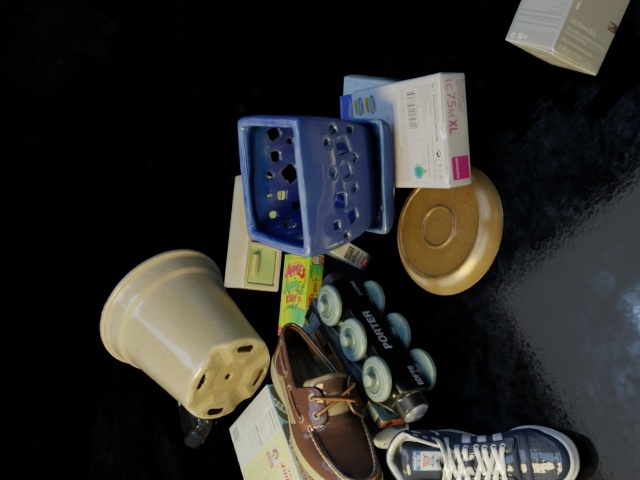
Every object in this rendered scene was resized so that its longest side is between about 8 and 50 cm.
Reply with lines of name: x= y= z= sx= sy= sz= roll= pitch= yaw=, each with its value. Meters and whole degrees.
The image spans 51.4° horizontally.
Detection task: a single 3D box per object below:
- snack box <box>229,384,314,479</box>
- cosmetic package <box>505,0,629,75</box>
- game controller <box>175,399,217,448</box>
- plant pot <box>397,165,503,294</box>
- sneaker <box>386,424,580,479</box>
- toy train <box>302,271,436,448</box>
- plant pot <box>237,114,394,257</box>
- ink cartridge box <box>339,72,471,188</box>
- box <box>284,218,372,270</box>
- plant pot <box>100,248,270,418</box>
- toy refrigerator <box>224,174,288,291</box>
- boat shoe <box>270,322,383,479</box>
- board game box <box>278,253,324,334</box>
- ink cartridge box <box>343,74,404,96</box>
snack box: x=-0.089 y=0.494 z=1.420 sx=0.187 sy=0.060 sz=0.322 roll=-52 pitch=46 yaw=32
cosmetic package: x=0.384 y=-0.379 z=0.970 sx=0.107 sy=0.127 sz=0.238 roll=40 pitch=115 yaw=49
game controller: x=-0.350 y=0.391 z=1.788 sx=0.166 sy=0.067 sz=0.319 roll=-63 pitch=38 yaw=43
plant pot: x=0.216 y=-0.023 z=1.177 sx=0.236 sy=0.032 sz=0.236 roll=-17 pitch=68 yaw=49
sneaker: x=0.224 y=0.327 z=0.986 sx=0.282 sy=0.153 sz=0.099 roll=-17 pitch=69 yaw=49
toy train: x=0.079 y=0.214 z=1.223 sx=0.334 sy=0.142 sz=0.190 roll=56 pitch=138 yaw=38
plant pot: x=0.000 y=-0.114 z=1.200 sx=0.236 sy=0.212 sz=0.236 roll=16 pitch=113 yaw=58
ink cartridge box: x=0.142 y=-0.189 z=1.203 sx=0.311 sy=0.065 sz=0.185 roll=7 pitch=105 yaw=57
box: x=0.000 y=0.000 z=1.375 sx=0.207 sy=0.114 sz=0.036 roll=23 pitch=84 yaw=52
plant pot: x=-0.293 y=0.237 z=1.563 sx=0.305 sy=0.334 sz=0.333 roll=37 pitch=111 yaw=38
toy refrigerator: x=-0.149 y=-0.017 z=1.581 sx=0.094 sy=0.102 sz=0.269 roll=-3 pitch=79 yaw=51
boat shoe: x=0.004 y=0.273 z=1.126 sx=0.342 sy=0.123 sz=0.123 roll=-122 pitch=29 yaw=-47
board game box: x=-0.043 y=0.121 z=1.461 sx=0.092 sy=0.043 sz=0.181 roll=-4 pitch=78 yaw=52
ink cartridge box: x=0.115 y=-0.211 z=1.350 sx=0.189 sy=0.066 sz=0.232 roll=26 pitch=123 yaw=51
